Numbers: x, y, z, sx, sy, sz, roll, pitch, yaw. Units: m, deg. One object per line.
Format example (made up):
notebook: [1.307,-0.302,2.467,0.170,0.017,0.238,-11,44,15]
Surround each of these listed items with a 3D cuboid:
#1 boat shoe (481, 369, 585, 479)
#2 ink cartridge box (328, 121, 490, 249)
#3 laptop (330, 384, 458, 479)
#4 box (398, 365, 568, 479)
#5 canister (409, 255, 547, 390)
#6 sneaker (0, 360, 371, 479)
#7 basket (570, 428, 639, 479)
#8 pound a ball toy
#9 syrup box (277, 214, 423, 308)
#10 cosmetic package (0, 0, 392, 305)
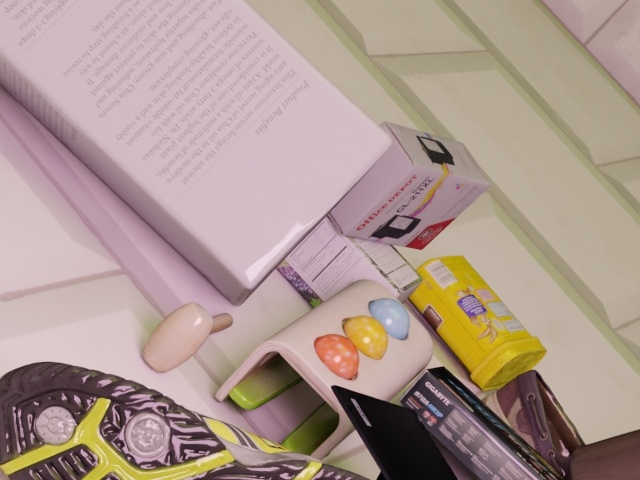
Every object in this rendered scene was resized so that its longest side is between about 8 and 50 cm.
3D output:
boat shoe: [0.300,0.279,2.217,0.103,0.092,0.285,5,45,-57]
ink cartridge box: [0.096,-0.061,2.187,0.175,0.127,0.072,9,43,-54]
laptop: [0.084,0.287,1.761,0.136,0.264,0.234,-13,55,-30]
box: [0.192,0.234,2.103,0.220,0.051,0.175,43,6,10]
canister: [0.194,0.102,2.372,0.170,0.073,0.126,51,25,20]
sneaker: [-0.125,0.219,1.656,0.384,0.145,0.147,26,-10,-17]
basket: [0.425,0.266,2.091,0.204,0.226,0.154,33,40,-53]
pound a ball toy: [-0.018,0.109,1.958,0.208,0.136,0.319,46,24,7]
syrup box: [0.000,0.000,2.210,0.237,0.096,0.093,46,22,8]
cosmetic package: [-0.170,-0.169,2.017,0.453,0.230,0.161,44,-13,1]
